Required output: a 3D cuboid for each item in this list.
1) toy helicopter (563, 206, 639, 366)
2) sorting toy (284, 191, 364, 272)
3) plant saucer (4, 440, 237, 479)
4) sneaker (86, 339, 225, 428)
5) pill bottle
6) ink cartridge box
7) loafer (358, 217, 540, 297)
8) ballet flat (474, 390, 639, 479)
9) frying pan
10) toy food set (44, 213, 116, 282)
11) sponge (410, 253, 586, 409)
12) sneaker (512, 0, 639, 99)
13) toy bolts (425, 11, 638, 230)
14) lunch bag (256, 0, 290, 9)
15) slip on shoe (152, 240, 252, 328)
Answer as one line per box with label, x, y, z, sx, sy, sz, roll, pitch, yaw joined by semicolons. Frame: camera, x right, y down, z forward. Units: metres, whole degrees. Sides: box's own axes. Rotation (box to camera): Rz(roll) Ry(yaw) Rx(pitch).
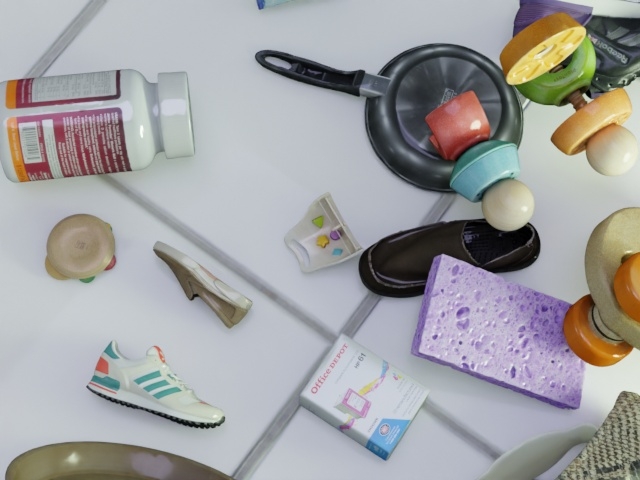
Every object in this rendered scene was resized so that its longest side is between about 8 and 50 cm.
toy helicopter;0.462;0.073;1.616;0.355;0.140;0.235;27;54;-7
sorting toy;0.000;0.000;1.665;0.075;0.045;0.083;-30;75;-3
plant saucer;-0.190;0.278;1.468;0.277;0.278;0.041;15;101;3
sneaker;-0.179;0.159;1.599;0.161;0.057;0.075;16;78;7
pill bottle;-0.261;-0.137;1.659;0.221;0.121;0.121;-6;72;-3
ink cartridge box;0.048;0.176;1.602;0.122;0.052;0.088;32;74;10
loafer;0.151;0.007;1.644;0.220;0.078;0.080;-14;73;-6
ballet flat;0.210;0.332;1.516;0.483;0.164;0.182;-38;53;-20
frying pan;0.103;-0.195;1.729;0.326;0.053;0.197;41;75;8
toy food set;-0.280;0.009;1.665;0.082;0.020;0.083;4;72;0
sponge;0.210;0.105;1.602;0.210;0.031;0.117;20;73;-16
sneaker;0.372;-0.224;1.728;0.283;0.107;0.124;11;87;6
toy bolts;0.243;-0.121;1.586;0.228;0.218;0.158;-32;75;5
lunch bag;-0.037;-0.380;1.763;0.128;0.096;0.151;-13;59;-3
slip on shoe;-0.143;0.050;1.643;0.135;0.051;0.041;35;86;3
